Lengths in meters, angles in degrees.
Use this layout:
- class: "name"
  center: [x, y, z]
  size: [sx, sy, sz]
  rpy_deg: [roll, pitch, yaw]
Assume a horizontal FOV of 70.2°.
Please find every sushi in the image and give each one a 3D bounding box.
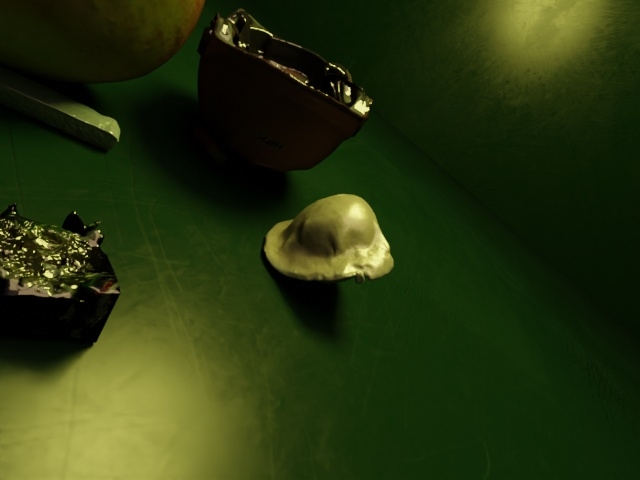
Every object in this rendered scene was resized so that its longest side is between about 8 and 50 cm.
- class: "sushi"
  center: [-0.192, 0.020, 0.310]
  size: [0.083, 0.056, 0.085]
  rpy_deg: [8, 39, -40]

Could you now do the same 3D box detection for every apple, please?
- class: "apple"
  center: [-0.279, -0.324, 0.483]
  size: [0.319, 0.319, 0.277]
  rpy_deg: [43, -5, 7]

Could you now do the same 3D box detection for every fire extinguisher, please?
- class: "fire extinguisher"
  center: [-0.172, -0.149, 0.691]
  size: [0.083, 0.022, 0.028]
  rpy_deg: [48, -14, 20]

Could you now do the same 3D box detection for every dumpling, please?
- class: "dumpling"
  center: [-0.001, 0.002, 0.590]
  size: [0.155, 0.181, 0.111]
  rpy_deg: [-13, 91, -28]

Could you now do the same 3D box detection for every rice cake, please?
- class: "rice cake"
  center: [-0.301, -0.150, 0.475]
  size: [0.180, 0.030, 0.042]
  rpy_deg: [24, 33, -34]

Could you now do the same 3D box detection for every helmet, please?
- class: "helmet"
  center: [-0.078, -0.215, 0.728]
  size: [0.271, 0.197, 0.338]
  rpy_deg: [22, 30, -22]
